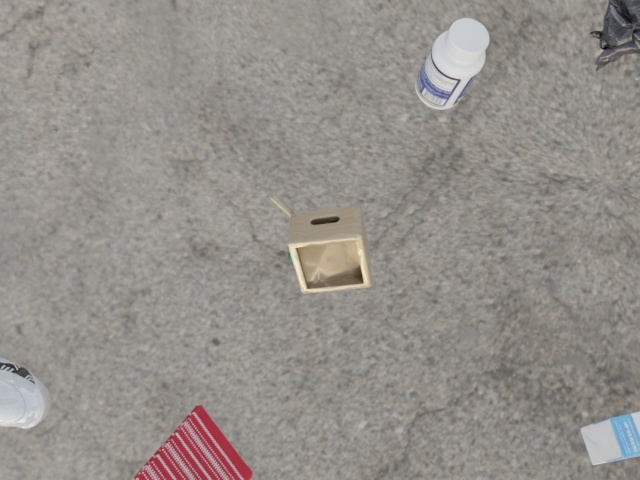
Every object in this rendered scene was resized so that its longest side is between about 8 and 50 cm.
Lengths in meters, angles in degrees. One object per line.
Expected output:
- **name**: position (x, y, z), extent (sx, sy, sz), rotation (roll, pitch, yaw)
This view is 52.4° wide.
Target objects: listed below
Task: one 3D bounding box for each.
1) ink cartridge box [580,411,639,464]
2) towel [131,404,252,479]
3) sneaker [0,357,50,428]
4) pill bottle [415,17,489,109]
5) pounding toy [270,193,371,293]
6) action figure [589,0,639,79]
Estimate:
- **ink cartridge box**: position (0.515, 0.294, 1.004), extent (0.182, 0.104, 0.061), rotation (-9, 67, -8)
- **towel**: position (-0.254, 0.473, 1.248), extent (0.031, 0.275, 0.198), rotation (-27, 102, 37)
- **sneaker**: position (-0.703, 0.292, 1.187), extent (0.366, 0.210, 0.137), rotation (19, 100, -5)
- **pill bottle**: position (0.234, -0.312, 1.149), extent (0.094, 0.169, 0.094), rotation (3, 72, -8)
- **pounding toy**: position (0.000, 0.000, 1.005), extent (0.141, 0.100, 0.130), rotation (-6, 132, 8)
- **action figure**: position (0.437, -0.346, 0.898), extent (0.164, 0.141, 0.275), rotation (125, 136, -59)
